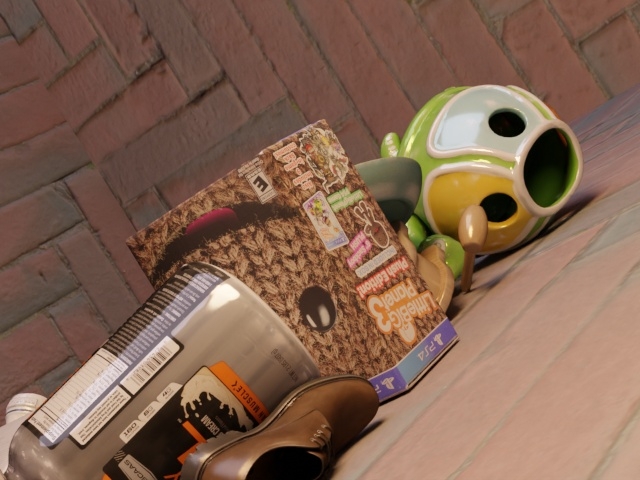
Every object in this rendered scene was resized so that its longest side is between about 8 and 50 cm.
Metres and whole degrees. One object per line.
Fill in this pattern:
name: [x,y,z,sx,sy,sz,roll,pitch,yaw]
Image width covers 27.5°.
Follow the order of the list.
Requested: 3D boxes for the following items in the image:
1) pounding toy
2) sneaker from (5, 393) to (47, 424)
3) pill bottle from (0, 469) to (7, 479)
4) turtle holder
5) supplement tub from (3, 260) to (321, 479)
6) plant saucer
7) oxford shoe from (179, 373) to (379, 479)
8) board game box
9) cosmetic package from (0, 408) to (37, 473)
pounding toy: [0.120,0.081,1.668,0.269,0.155,0.154,-41,25,36]
sneaker: [-0.368,0.312,1.797,0.094,0.258,0.091,-4,52,22]
pill bottle: [-0.286,0.225,0.894,0.181,0.323,0.181,-32,3,2]
turtle holder: [0.222,-0.091,1.849,0.320,0.243,0.227,-22,16,-35]
supplement tub: [-0.166,0.188,1.282,0.316,0.193,0.193,-46,6,-15]
plant saucer: [0.000,0.000,1.677,0.318,0.043,0.317,-26,-17,-9]
oxford shoe: [-0.013,0.195,1.211,0.096,0.082,0.227,9,28,44]
board game box: [-0.033,0.055,1.452,0.232,0.291,0.141,-31,2,35]
cosmetic package: [-0.429,0.362,1.564,0.377,0.097,0.284,-28,24,55]
